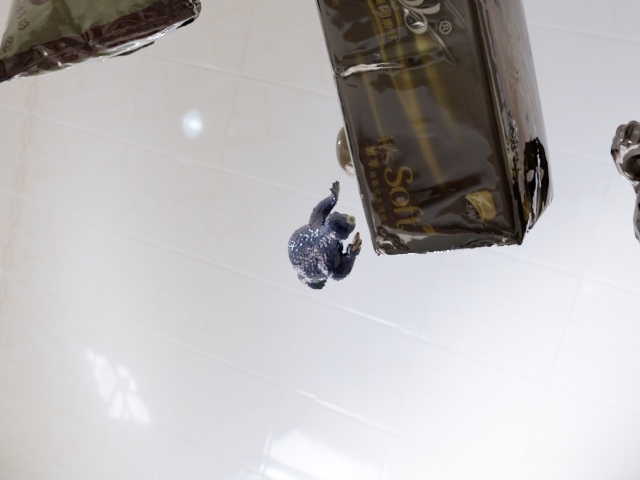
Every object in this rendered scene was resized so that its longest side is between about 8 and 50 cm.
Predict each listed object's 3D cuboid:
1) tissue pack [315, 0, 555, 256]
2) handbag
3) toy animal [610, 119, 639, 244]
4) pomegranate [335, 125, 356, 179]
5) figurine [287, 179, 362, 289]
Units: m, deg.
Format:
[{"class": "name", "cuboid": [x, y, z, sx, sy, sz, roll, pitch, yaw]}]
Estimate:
[{"class": "tissue pack", "cuboid": [0.127, -0.186, 0.818, 0.210, 0.198, 0.370, -34, -67, -54]}, {"class": "handbag", "cuboid": [-0.257, -0.277, 0.839, 0.213, 0.235, 0.127, -101, -9, -49]}, {"class": "toy animal", "cuboid": [0.533, -0.046, 0.898, 0.194, 0.303, 0.344, -38, 7, -21]}, {"class": "pomegranate", "cuboid": [0.117, -0.246, 1.666, 0.181, 0.181, 0.224, -6, -94, -67]}, {"class": "figurine", "cuboid": [0.001, 0.009, 1.501, 0.120, 0.164, 0.262, -12, -30, -24]}]
